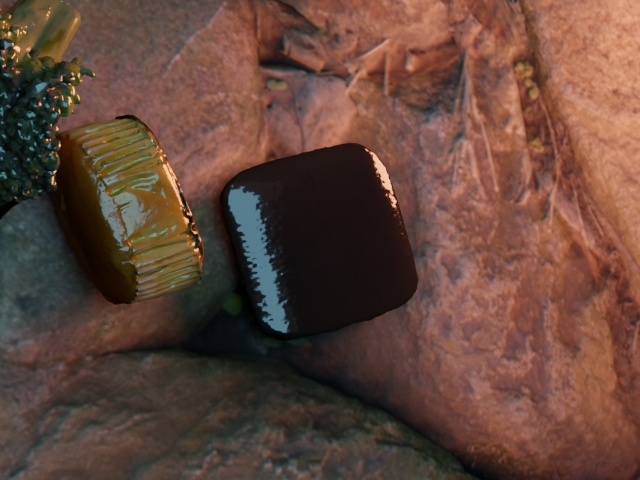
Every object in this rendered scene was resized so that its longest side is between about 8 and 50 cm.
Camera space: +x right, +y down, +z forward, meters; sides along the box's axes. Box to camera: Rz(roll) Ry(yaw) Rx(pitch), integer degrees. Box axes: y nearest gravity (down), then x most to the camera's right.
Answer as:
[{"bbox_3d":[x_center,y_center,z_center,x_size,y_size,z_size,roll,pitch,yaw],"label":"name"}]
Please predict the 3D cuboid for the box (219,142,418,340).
[{"bbox_3d":[0.000,0.000,2.032,0.212,0.042,0.201,-19,97,-28],"label":"box"}]

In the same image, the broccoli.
[{"bbox_3d":[-0.328,-0.155,1.810,0.243,0.263,0.247,-55,148,-44],"label":"broccoli"}]

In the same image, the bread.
[{"bbox_3d":[-0.205,-0.028,1.876,0.114,0.132,0.190,-20,94,-27],"label":"bread"}]
